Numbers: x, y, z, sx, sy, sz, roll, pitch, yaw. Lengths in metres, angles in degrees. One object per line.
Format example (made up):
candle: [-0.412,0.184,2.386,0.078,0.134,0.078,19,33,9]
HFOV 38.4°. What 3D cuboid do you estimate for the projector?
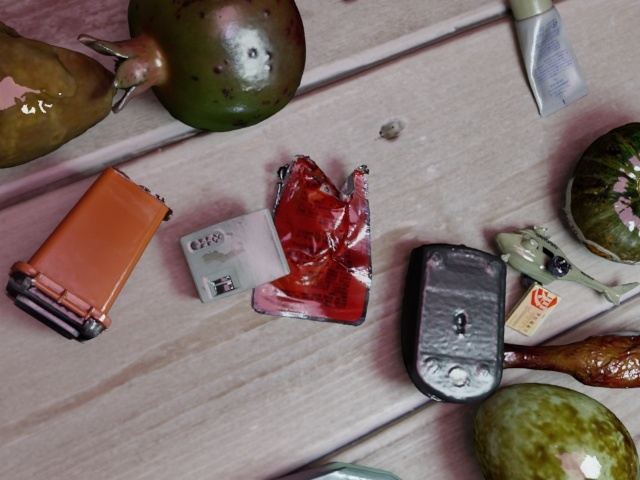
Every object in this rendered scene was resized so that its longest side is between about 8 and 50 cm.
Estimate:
projector: [-0.134,0.023,1.448,0.147,0.061,0.115,-19,90,-2]

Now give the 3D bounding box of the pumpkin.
pumpkin: [0.565,-0.081,1.620,0.261,0.189,0.260,0,91,4]

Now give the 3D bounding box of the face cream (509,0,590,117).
face cream: [0.406,-0.344,1.655,0.114,0.070,0.224,-29,107,-16]

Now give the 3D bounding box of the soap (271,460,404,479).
soap: [0.055,0.459,1.467,0.324,0.109,0.192,14,83,-15]

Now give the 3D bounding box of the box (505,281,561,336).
box: [0.371,0.122,1.606,0.058,0.015,0.093,26,114,-15]

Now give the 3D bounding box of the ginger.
ginger: [-0.449,-0.197,1.309,0.269,0.200,0.222,26,78,-13]

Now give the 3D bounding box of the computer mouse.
computer mouse: [0.219,0.140,1.540,0.170,0.100,0.269,11,77,-15]

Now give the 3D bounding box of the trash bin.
trash bin: [-0.335,0.018,1.347,0.161,0.184,0.238,36,72,-12]

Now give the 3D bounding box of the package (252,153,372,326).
package: [0.000,0.000,1.503,0.194,0.071,0.269,10,87,-1]

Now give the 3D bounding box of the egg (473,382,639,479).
egg: [0.379,0.355,1.503,0.290,0.238,0.238,34,78,-10]

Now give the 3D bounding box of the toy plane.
toy plane: [0.429,0.048,1.623,0.287,0.092,0.108,27,54,-11]

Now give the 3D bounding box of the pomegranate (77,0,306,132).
pomegranate: [-0.182,-0.281,1.369,0.323,0.291,0.290,-38,97,-10]

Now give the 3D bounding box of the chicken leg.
chicken leg: [0.481,0.201,1.590,0.407,0.158,0.095,1,92,-13]
